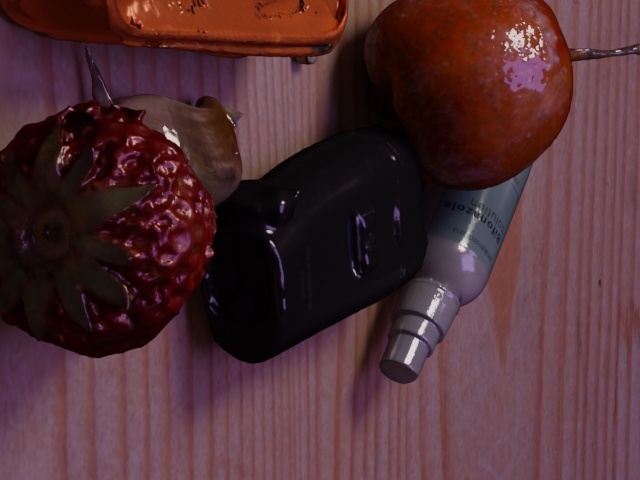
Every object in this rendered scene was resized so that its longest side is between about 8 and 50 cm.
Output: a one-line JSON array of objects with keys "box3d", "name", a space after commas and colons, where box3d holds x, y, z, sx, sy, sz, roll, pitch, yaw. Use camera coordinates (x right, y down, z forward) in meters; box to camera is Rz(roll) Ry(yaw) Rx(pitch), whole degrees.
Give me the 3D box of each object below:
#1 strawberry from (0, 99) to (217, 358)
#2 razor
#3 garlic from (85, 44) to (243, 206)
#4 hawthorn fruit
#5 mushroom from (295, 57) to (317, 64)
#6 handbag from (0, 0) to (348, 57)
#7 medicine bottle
[{"box3d": [-0.168, -0.008, 1.463, 0.244, 0.205, 0.205, -8, 100, -69], "name": "strawberry"}, {"box3d": [-0.004, 0.000, 1.802, 0.327, 0.107, 0.189, -28, 117, -56], "name": "razor"}, {"box3d": [-0.145, -0.089, 1.600, 0.198, 0.090, 0.129, 15, 65, -52], "name": "garlic"}, {"box3d": [0.164, -0.186, 1.936, 0.263, 0.231, 0.235, -54, 162, 9], "name": "hawthorn fruit"}, {"box3d": [-0.025, -0.227, 1.832, 0.049, 0.019, 0.101, -51, 132, -46], "name": "mushroom"}, {"box3d": [-0.115, -0.315, 1.579, 0.410, 0.116, 0.303, -4, 95, -59], "name": "handbag"}, {"box3d": [0.149, 0.011, 2.059, 0.110, 0.110, 0.352, 60, 44, -43], "name": "medicine bottle"}]
